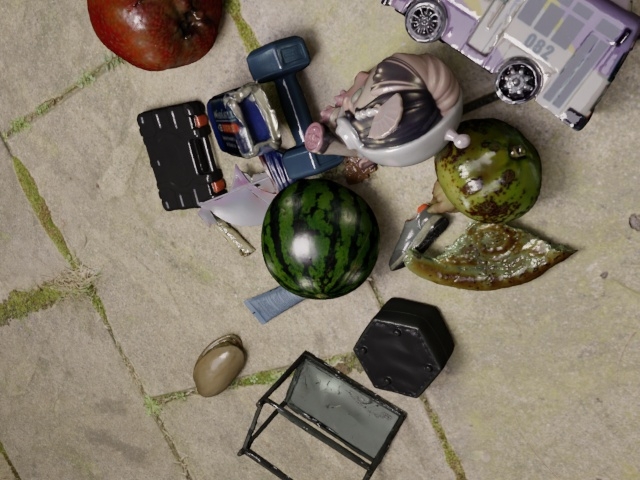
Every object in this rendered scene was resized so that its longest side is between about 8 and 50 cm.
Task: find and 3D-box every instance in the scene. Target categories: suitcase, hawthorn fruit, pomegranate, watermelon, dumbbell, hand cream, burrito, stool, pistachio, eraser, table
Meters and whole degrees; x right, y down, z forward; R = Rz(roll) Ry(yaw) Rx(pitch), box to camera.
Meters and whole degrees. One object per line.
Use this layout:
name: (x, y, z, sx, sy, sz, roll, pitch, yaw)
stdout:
suitcase: (-0.376, -0.224, 1.741, 0.207, 0.066, 0.285, -4, 108, 28)
hawthorn fruit: (-0.412, -0.549, 1.523, 0.369, 0.285, 0.284, 16, 118, 42)
pomegranate: (0.315, -0.129, 1.335, 0.277, 0.204, 0.221, -24, 79, 30)
watermelon: (0.000, 0.000, 1.512, 0.285, 0.285, 0.284, 10, 114, 24)
dumbbell: (-0.058, -0.307, 1.496, 0.144, 0.156, 0.316, -19, 102, 1)
hand cream: (-0.101, 0.154, 1.762, 0.271, 0.058, 0.091, -30, 106, 37)
burrito: (-0.259, -0.026, 1.778, 0.185, 0.041, 0.045, 47, 165, 2)
stool: (0.208, 0.267, 1.592, 0.232, 0.141, 0.232, 10, 115, 23)
pistachio: (-0.306, 0.379, 1.923, 0.136, 0.136, 0.226, 37, 115, 10)
eraser: (-0.186, -0.278, 1.485, 0.332, 0.102, 0.154, 26, 136, 69)
table: (0.007, 0.521, 1.722, 0.335, 0.272, 0.222, 29, 121, 14)

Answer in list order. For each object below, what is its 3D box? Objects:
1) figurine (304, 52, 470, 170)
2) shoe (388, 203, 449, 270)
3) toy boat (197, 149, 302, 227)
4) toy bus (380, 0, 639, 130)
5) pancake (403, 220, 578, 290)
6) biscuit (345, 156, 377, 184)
figurine: (0.144, -0.261, 1.307, 0.211, 0.253, 0.361, 32, 168, -19)
shoe: (0.220, -0.007, 1.525, 0.077, 0.074, 0.194, 55, 127, 22)
toy boat: (-0.165, -0.095, 1.656, 0.219, 0.072, 0.318, 45, 114, -6)
toy bus: (0.369, -0.418, 1.192, 0.440, 0.209, 0.249, 38, 120, 11)
pancake: (0.371, 0.036, 1.428, 0.377, 0.054, 0.197, -11, 117, 19)
biscuit: (0.092, -0.172, 1.549, 0.082, 0.016, 0.092, 30, 122, 8)
